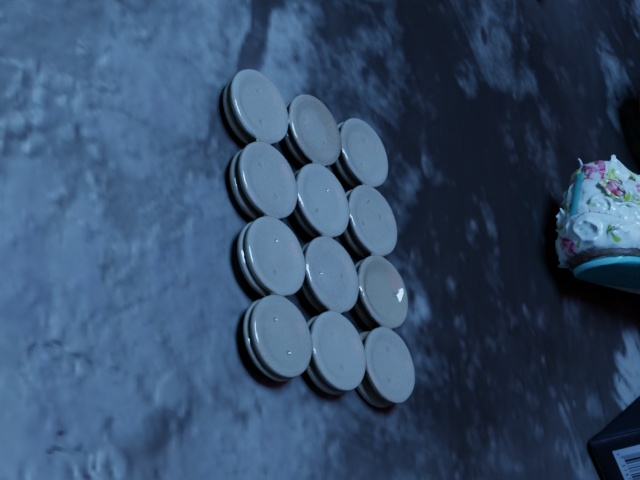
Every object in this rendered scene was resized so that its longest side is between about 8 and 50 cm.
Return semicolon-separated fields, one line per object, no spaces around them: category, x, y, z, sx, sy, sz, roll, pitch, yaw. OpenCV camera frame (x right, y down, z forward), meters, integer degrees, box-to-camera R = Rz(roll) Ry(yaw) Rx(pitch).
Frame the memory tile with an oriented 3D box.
memory tile;0.000;0.000;0.605;0.113;0.012;0.148;18;58;-46

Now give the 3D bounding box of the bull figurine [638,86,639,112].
bull figurine;0.331;-0.082;0.982;0.310;0.101;0.189;-11;87;-48

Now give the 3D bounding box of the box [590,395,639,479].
box;0.285;0.197;0.787;0.184;0.103;0.261;-24;91;-56

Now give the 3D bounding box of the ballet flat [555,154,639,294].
ballet flat;0.238;0.003;0.823;0.241;0.091;0.077;18;62;-41
